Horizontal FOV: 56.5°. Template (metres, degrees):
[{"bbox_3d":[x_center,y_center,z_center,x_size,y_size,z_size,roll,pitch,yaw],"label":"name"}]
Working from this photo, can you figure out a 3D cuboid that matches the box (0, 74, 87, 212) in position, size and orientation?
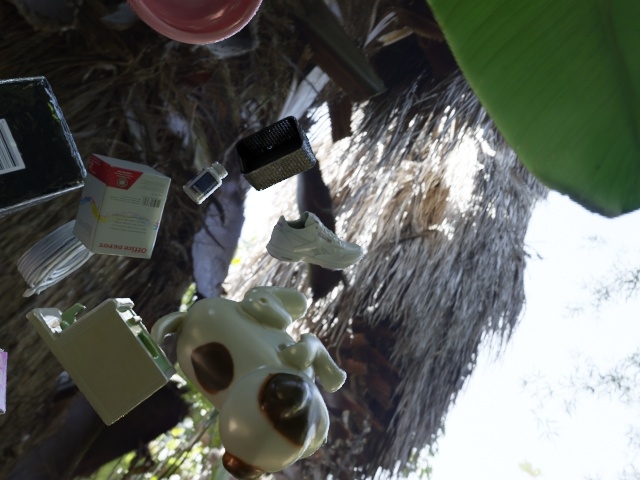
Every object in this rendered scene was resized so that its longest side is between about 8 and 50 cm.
[{"bbox_3d":[-0.911,-0.150,1.381,0.472,0.480,0.297,-13,-77,28],"label":"box"}]

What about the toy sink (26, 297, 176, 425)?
[{"bbox_3d":[-0.375,0.182,1.056,0.234,0.131,0.153,53,-10,1],"label":"toy sink"}]

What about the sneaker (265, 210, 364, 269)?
[{"bbox_3d":[0.000,0.000,1.745,0.305,0.114,0.152,8,-69,-24],"label":"sneaker"}]

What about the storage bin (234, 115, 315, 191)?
[{"bbox_3d":[-0.117,-0.221,1.524,0.180,0.122,0.084,-24,-35,9],"label":"storage bin"}]

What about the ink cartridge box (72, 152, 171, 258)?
[{"bbox_3d":[-0.404,-0.067,1.204,0.127,0.128,0.176,26,-78,48],"label":"ink cartridge box"}]

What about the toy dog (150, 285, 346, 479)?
[{"bbox_3d":[-0.126,0.279,1.221,0.395,0.408,0.284,32,-79,-36],"label":"toy dog"}]

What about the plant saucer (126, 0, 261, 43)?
[{"bbox_3d":[-0.256,-0.558,1.160,0.084,0.332,0.332,28,-43,46],"label":"plant saucer"}]

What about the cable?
[{"bbox_3d":[-0.742,0.034,1.722,0.089,0.257,0.257,50,-52,-1],"label":"cable"}]

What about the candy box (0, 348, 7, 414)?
[{"bbox_3d":[-0.781,0.277,1.294,0.071,0.159,0.233,-18,-36,-2],"label":"candy box"}]

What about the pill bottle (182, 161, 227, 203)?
[{"bbox_3d":[-0.322,-0.164,1.676,0.067,0.120,0.067,42,-14,12],"label":"pill bottle"}]
